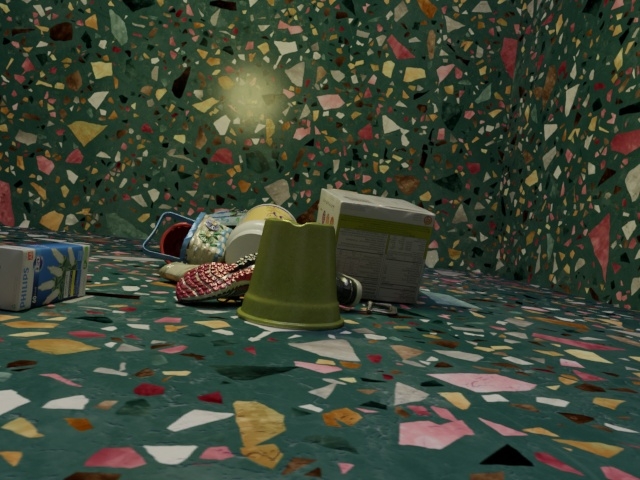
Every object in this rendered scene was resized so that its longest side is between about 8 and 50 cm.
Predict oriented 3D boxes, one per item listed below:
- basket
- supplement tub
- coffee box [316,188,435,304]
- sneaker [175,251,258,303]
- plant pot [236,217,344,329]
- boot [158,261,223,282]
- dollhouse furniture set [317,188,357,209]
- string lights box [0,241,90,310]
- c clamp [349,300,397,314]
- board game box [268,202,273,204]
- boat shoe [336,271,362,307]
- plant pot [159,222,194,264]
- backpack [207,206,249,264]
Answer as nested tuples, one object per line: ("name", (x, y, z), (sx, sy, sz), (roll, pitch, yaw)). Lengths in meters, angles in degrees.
("basket", (-0.485, 0.004, 1.969), (0.289, 0.201, 0.255), (14, 38, -4))
("supplement tub", (-0.216, 0.015, 1.974), (0.241, 0.241, 0.331), (6, 20, 3))
("coffee box", (0.170, 0.015, 1.928), (0.338, 0.334, 0.337), (7, 11, -12))
("sneaker", (-0.249, 0.127, 1.464), (0.299, 0.112, 0.121), (-11, 39, -24))
("plant pot", (-0.065, 0.074, 1.351), (0.276, 0.254, 0.276), (6, 2, 0))
("boot", (-0.415, 0.111, 1.781), (0.165, 0.077, 0.213), (5, 4, 40))
("dollhouse furniture set", (0.000, 0.000, 2.482), (0.256, 0.362, 0.394), (7, -26, -17))
("string lights box", (-0.646, 0.076, 1.227), (0.076, 0.133, 0.259), (7, 3, 6))
("c clamp", (0.169, 0.205, 1.617), (0.137, 0.022, 0.160), (6, 3, 13))
("board game box", (-0.138, 0.003, 2.260), (0.046, 0.317, 0.213), (-33, -7, -10))
("boat shoe", (-0.026, 0.132, 1.644), (0.113, 0.127, 0.340), (16, 2, -41))
("plant pot", (-0.560, 0.029, 2.159), (0.191, 0.191, 0.174), (5, -6, -18))
("backpack", (-0.392, -0.002, 2.328), (0.355, 0.290, 0.273), (-8, 35, 7))
